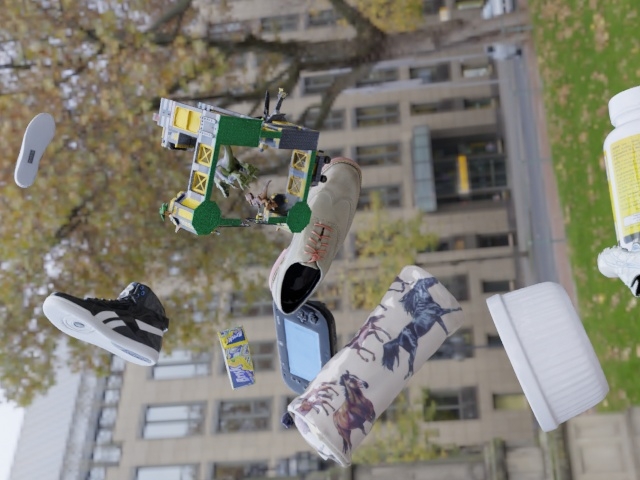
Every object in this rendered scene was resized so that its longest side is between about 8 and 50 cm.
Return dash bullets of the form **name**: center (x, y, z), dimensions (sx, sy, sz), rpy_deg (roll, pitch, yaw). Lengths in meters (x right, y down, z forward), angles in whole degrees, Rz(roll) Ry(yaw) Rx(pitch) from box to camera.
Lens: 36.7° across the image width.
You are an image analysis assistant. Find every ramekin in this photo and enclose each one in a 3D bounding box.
- **ramekin**: center (0.327, 0.157, 1.375), dimensions (0.207, 0.109, 0.207), rpy_deg (62, -170, -20)

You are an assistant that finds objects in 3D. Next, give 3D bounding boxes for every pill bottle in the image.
- **pill bottle**: center (0.663, -0.127, 1.897), dimensions (0.188, 0.187, 0.334), rpy_deg (52, -148, -75)

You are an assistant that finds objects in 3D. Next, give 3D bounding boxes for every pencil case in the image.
- **pencil case**: center (0.110, 0.233, 1.836), dimensions (0.410, 0.160, 0.183), rpy_deg (-48, -4, -18)

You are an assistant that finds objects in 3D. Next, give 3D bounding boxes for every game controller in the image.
- **game controller**: center (-0.033, 0.260, 2.291), dimensions (0.067, 0.166, 0.319), rpy_deg (-50, -34, -45)

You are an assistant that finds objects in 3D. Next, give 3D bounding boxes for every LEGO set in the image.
- **LEGO set**: center (-0.164, -0.135, 1.713), dimensions (0.331, 0.192, 0.255), rpy_deg (-12, -66, -43)

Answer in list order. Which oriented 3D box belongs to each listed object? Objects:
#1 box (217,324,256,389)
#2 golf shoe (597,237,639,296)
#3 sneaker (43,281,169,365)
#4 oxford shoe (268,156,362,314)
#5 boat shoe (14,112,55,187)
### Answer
- **box**: center (-0.187, 0.265, 2.174), dimensions (0.169, 0.059, 0.054), rpy_deg (85, 167, -50)
- **golf shoe**: center (0.504, 0.051, 1.571), dimensions (0.176, 0.069, 0.086), rpy_deg (137, 144, -72)
- **sneaker**: center (-0.342, 0.108, 1.563), dimensions (0.217, 0.079, 0.121), rpy_deg (37, -129, -35)
- **oxford shoe**: center (0.000, 0.000, 1.975), dimensions (0.130, 0.123, 0.348), rpy_deg (-103, 33, -66)
- **boat shoe**: center (-0.523, -0.165, 1.750), dimensions (0.040, 0.049, 0.142), rpy_deg (4, 73, 61)
